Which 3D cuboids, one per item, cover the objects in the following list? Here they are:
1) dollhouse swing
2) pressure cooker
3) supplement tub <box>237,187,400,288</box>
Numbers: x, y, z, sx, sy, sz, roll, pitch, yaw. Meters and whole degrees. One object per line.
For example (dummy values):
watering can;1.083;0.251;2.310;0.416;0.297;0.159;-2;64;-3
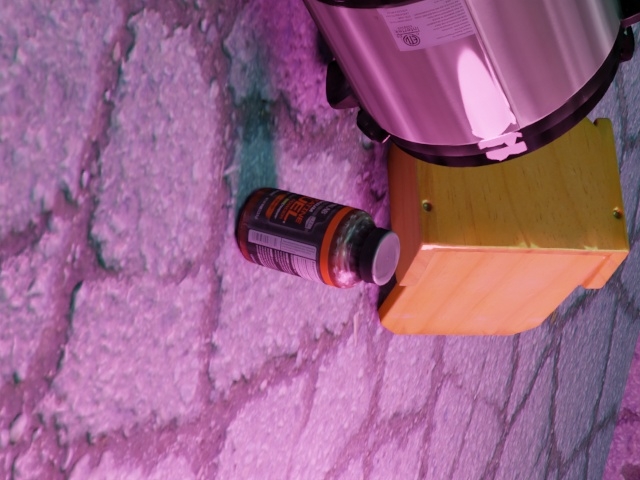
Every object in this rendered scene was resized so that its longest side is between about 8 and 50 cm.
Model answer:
dollhouse swing;0.261;-0.028;1.824;0.305;0.346;0.315;137;-48;-67
pressure cooker;0.177;-0.297;1.408;0.375;0.370;0.420;-49;136;-13
supplement tub;0.000;0.000;1.434;0.106;0.197;0.106;-34;132;-51
